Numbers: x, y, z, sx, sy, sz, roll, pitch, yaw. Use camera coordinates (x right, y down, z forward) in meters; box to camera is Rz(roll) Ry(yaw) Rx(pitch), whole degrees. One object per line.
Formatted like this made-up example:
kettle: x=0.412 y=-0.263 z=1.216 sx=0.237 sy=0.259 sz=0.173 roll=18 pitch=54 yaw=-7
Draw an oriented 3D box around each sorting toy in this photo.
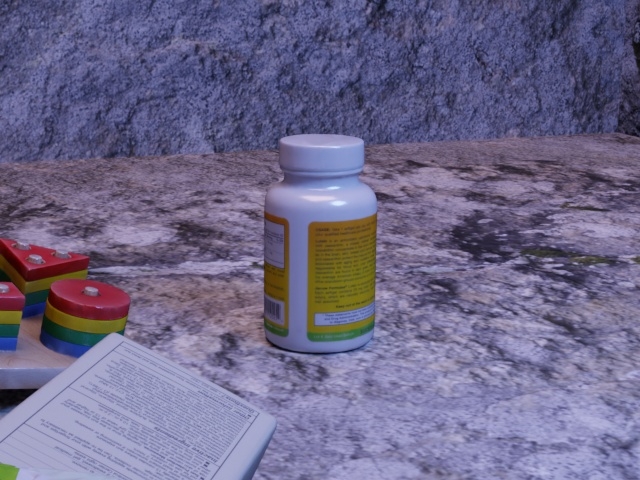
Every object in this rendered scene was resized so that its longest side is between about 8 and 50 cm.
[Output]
sorting toy: x=-0.338 y=0.068 z=1.266 sx=0.255 sy=0.089 sz=0.257 roll=4 pitch=17 yaw=-36

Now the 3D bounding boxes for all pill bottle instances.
pill bottle: x=0.000 y=0.000 z=1.386 sx=0.136 sy=0.246 sz=0.136 roll=1 pitch=14 yaw=0

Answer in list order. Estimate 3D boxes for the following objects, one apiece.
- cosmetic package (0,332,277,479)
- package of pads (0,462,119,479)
cosmetic package: x=-0.153 y=0.187 z=0.789 sx=0.160 sy=0.113 sz=0.309 roll=27 pitch=18 yaw=6
package of pads: x=-0.125 y=0.244 z=0.407 sx=0.101 sy=0.229 sz=0.296 roll=5 pitch=15 yaw=-7
